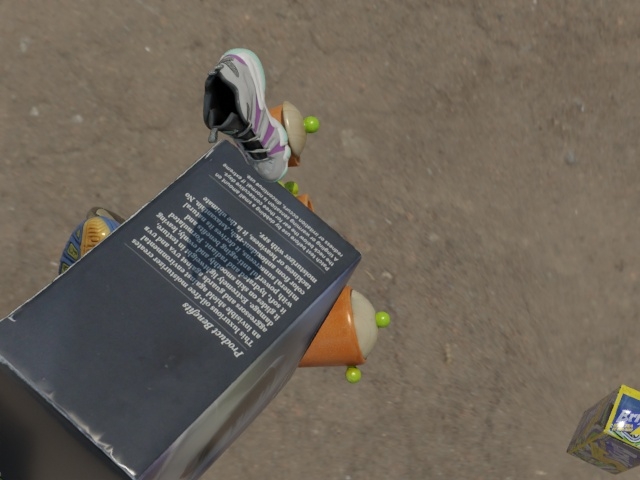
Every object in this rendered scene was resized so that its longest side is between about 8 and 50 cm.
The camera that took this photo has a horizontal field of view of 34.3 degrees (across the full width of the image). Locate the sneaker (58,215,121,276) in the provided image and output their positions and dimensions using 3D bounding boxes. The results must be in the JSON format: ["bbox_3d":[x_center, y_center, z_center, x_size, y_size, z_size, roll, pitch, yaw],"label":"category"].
[{"bbox_3d":[-0.215,0.113,1.193,0.112,0.131,0.296,7,106,49],"label":"sneaker"}]

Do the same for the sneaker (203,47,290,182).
[{"bbox_3d":[-0.056,-0.074,0.699,0.038,0.069,0.098,-11,113,26],"label":"sneaker"}]

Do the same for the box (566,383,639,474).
[{"bbox_3d":[0.302,0.195,1.051,0.059,0.169,0.054,24,74,9],"label":"box"}]

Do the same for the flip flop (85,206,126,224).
[{"bbox_3d":[-0.275,0.076,1.537,0.080,0.112,0.277,-28,99,10],"label":"flip flop"}]

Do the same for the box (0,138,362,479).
[{"bbox_3d":[-0.147,0.117,0.968,0.183,0.296,0.294,41,57,10],"label":"box"}]

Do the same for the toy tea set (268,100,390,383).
[{"bbox_3d":[0.000,0.000,1.227,0.124,0.336,0.200,-11,31,8],"label":"toy tea set"}]
